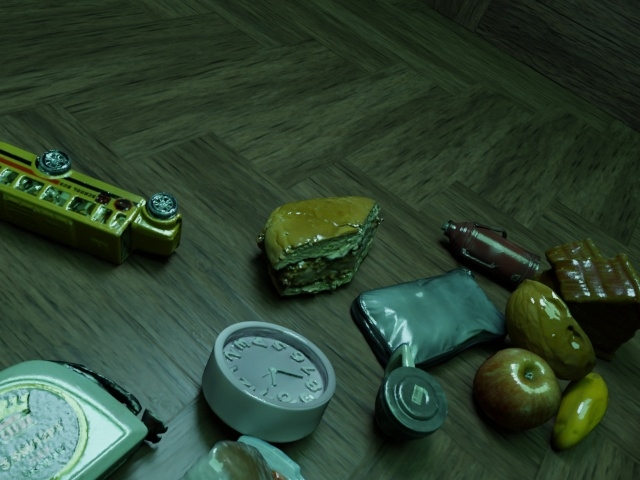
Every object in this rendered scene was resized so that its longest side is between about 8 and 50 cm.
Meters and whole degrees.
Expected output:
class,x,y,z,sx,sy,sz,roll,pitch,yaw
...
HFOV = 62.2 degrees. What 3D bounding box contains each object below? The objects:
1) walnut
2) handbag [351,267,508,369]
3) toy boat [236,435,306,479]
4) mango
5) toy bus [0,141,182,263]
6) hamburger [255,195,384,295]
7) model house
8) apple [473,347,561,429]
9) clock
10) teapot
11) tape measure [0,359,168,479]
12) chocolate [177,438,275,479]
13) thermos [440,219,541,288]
class,x,y,z,sx,sy,sz,roll,pitch,yaw
walnut,0.420,0.186,1.024,0.087,0.167,0.211,-28,84,-17
handbag,0.234,0.151,1.075,0.332,0.075,0.191,-11,49,-30
toy boat,-0.013,0.387,0.663,0.332,0.145,0.133,45,21,19
mango,0.492,0.314,1.002,0.075,0.098,0.190,36,47,25
toy bus,-0.417,-0.054,0.937,0.335,0.121,0.123,22,50,-3
hamburger,0.000,0.000,1.060,0.245,0.155,0.282,15,37,0
model house,0.610,0.113,1.176,0.219,0.229,0.199,21,47,-6
apple,0.356,0.267,0.961,0.146,0.131,0.146,11,46,-12
clock,-0.078,0.210,0.815,0.197,0.068,0.197,20,22,-9
teapot,0.128,0.262,0.877,0.111,0.108,0.149,-14,58,-33
tape measure,-0.351,0.246,0.666,0.207,0.115,0.235,42,40,11
chocolate,-0.153,0.343,0.518,0.100,0.185,0.303,40,77,20
thermos,0.390,0.023,1.255,0.232,0.099,0.124,29,43,4
